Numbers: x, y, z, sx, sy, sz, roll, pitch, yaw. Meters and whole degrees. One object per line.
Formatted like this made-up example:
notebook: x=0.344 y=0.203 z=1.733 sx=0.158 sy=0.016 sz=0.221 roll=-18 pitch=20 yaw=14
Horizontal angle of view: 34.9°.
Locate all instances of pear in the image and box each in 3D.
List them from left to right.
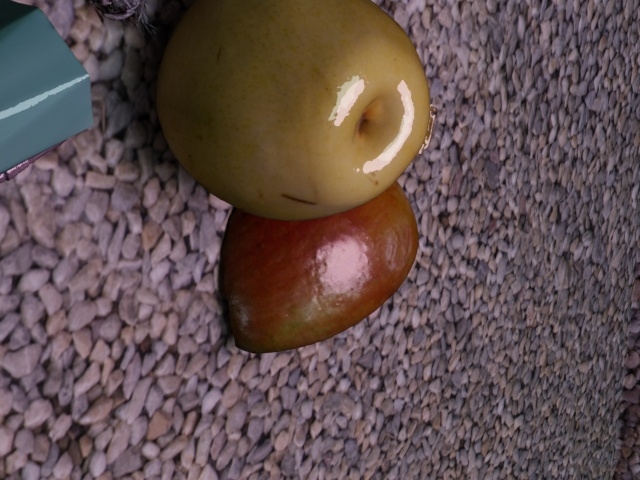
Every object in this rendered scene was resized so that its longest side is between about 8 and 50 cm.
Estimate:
pear: x=-0.032 y=-0.168 z=1.193 sx=0.309 sy=0.309 sz=0.309 roll=-22 pitch=119 yaw=-47

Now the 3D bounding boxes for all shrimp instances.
shrimp: x=-0.224 y=-0.270 z=1.097 sx=0.165 sy=0.056 sz=0.065 roll=50 pitch=47 yaw=-37

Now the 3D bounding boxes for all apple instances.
apple: x=0.000 y=0.000 z=1.429 sx=0.346 sy=0.254 sz=0.179 roll=-47 pitch=176 yaw=-33

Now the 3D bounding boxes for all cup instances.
cup: x=-0.339 y=-0.104 z=0.938 sx=0.235 sy=0.148 sz=0.134 roll=-44 pitch=131 yaw=-29

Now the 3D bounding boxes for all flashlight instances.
flashlight: x=-0.305 y=-0.099 z=1.071 sx=0.110 sy=0.052 sz=0.031 roll=-42 pitch=97 yaw=-29
